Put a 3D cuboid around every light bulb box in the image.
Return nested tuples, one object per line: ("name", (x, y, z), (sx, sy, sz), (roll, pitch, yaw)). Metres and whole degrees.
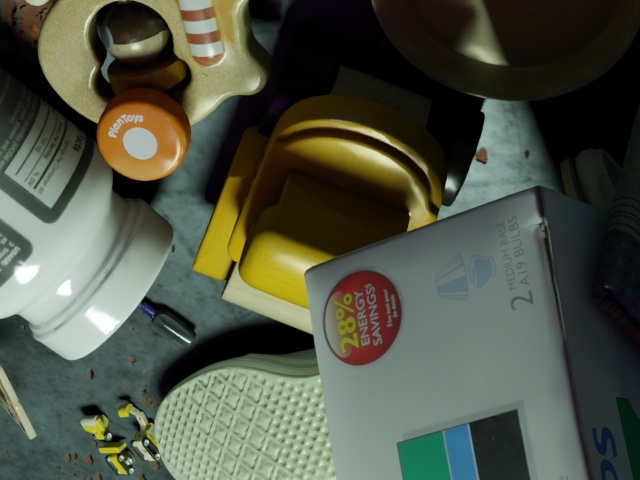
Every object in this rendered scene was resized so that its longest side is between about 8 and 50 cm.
("light bulb box", (0.202, 0.180, 1.379), (0.225, 0.358, 0.361), (-21, 159, 33))

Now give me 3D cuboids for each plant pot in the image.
("plant pot", (0.160, -0.222, 1.483), (0.236, 0.032, 0.236), (9, 134, 9))

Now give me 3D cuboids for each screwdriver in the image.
("screwdriver", (-0.204, 0.059, 1.867), (0.170, 0.025, 0.024), (39, 132, -9))

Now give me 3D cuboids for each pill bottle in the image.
("pill bottle", (-0.333, -0.055, 1.655), (0.363, 0.210, 0.210), (40, 130, -21))

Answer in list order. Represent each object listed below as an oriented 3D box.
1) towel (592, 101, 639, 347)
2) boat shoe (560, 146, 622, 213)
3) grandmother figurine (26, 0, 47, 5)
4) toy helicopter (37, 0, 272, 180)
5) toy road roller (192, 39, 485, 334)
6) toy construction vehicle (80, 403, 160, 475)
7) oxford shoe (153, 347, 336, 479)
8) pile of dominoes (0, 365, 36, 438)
("towel", (0.331, -0.015, 1.397), (0.040, 0.370, 0.271), (-20, 124, 41))
("boat shoe", (0.332, 0.014, 1.613), (0.103, 0.113, 0.302), (-27, 126, 24))
("grandmother figurine", (-0.241, -0.301, 1.436), (0.342, 0.104, 0.208), (-4, 109, 27))
("toy helicopter", (-0.108, -0.234, 1.508), (0.355, 0.140, 0.235), (-34, 108, 25))
("toy road roller", (0.000, 0.000, 1.591), (0.202, 0.241, 0.329), (21, 134, -4))
("toy construction vehicle", (-0.228, 0.230, 2.025), (0.086, 0.035, 0.098), (-10, 127, 38))
("oxford shoe", (0.012, 0.180, 1.838), (0.449, 0.130, 0.169), (-19, 89, 33))
("pile of dominoes", (-0.403, 0.090, 1.847), (0.196, 0.040, 0.251), (38, 154, 44))
